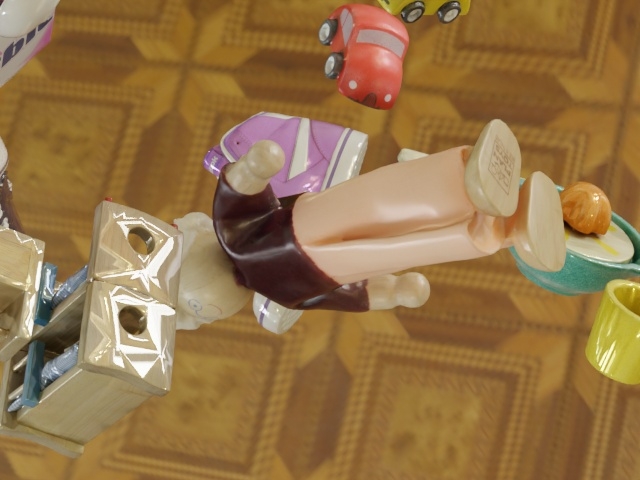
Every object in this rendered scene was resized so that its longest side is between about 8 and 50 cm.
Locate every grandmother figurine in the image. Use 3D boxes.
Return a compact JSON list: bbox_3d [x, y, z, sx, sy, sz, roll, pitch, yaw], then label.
[{"bbox_3d":[0.000,0.000,1.353,0.342,0.208,0.104,-16,35,34],"label":"grandmother figurine"}]

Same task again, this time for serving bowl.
[{"bbox_3d":[-0.171,-0.157,1.106,0.027,0.083,0.083,33,78,-10],"label":"serving bowl"}]

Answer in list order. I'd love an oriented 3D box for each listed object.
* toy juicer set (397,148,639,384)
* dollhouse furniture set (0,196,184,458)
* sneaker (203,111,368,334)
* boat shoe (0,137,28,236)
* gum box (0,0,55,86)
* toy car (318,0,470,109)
[{"bbox_3d":[0.237,-0.006,1.518,0.329,0.209,0.089,48,124,43],"label":"toy juicer set"},{"bbox_3d":[-0.204,0.039,1.192,0.129,0.183,0.129,-37,40,44],"label":"dollhouse furniture set"},{"bbox_3d":[-0.061,-0.026,1.899,0.161,0.102,0.282,18,46,3],"label":"sneaker"},{"bbox_3d":[-0.334,-0.019,1.744,0.127,0.340,0.158,-27,104,-3],"label":"boat shoe"},{"bbox_3d":[-0.250,-0.124,1.182,0.062,0.107,0.188,39,63,4],"label":"gum box"},{"bbox_3d":[0.010,-0.228,1.466,0.225,0.053,0.239,36,37,2],"label":"toy car"}]
